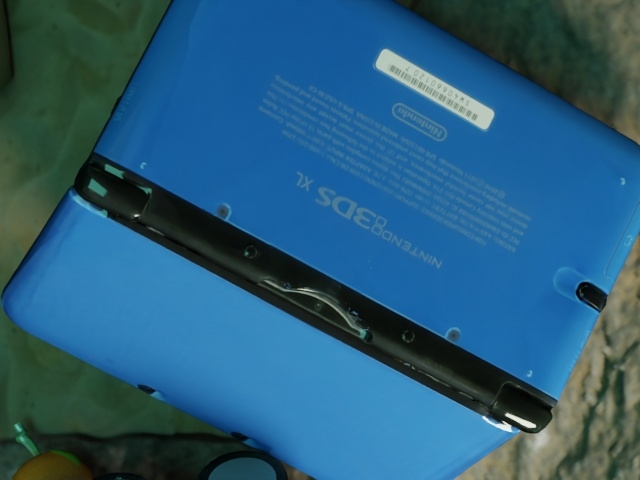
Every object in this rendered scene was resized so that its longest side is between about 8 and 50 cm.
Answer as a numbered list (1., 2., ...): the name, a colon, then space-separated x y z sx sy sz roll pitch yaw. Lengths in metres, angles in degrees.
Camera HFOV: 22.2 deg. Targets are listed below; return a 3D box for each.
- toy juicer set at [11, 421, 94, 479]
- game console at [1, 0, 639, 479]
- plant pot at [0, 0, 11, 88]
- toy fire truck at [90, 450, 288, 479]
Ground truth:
1. toy juicer set: -0.239 0.270 1.118 0.209 0.089 0.329 12 103 -4
2. game console: 0.000 0.000 0.947 0.293 0.173 0.250 29 83 -13
3. plant pot: -0.255 -0.124 1.022 0.109 0.109 0.096 -16 109 20
4. toy fire truck: -0.097 0.239 0.927 0.217 0.246 0.159 -9 125 -6
